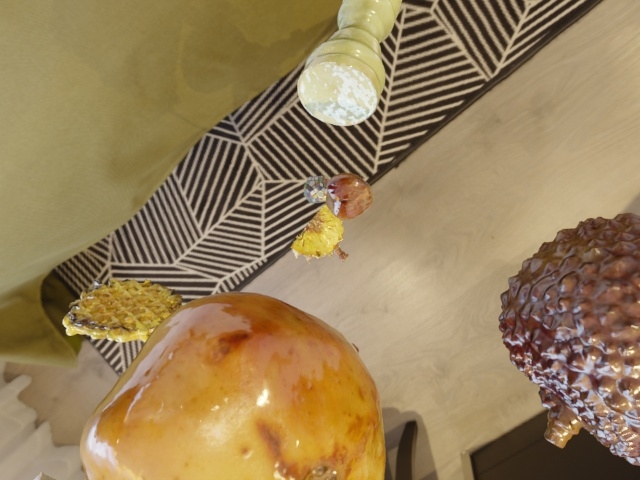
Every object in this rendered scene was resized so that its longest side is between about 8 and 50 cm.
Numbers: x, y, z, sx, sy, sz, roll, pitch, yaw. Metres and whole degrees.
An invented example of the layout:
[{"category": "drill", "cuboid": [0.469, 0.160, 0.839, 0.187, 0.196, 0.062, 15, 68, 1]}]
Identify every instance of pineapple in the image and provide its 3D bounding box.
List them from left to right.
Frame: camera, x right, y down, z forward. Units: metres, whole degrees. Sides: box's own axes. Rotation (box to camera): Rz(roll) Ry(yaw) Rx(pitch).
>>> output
[{"category": "pineapple", "cuboid": [-0.003, 0.004, 1.717, 0.140, 0.250, 0.164, 35, 144, 3]}]

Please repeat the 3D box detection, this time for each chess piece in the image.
[{"category": "chess piece", "cuboid": [0.107, -0.562, 1.367, 0.234, 0.234, 0.442, 16, 63, 6]}]

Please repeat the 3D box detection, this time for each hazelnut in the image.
[{"category": "hazelnut", "cuboid": [0.087, -0.130, 1.407, 0.143, 0.154, 0.143, -4, 63, 7]}]

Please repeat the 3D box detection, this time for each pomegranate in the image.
[{"category": "pomegranate", "cuboid": [-0.113, 0.263, 0.649, 0.410, 0.410, 0.410, 2, 102, 10]}]

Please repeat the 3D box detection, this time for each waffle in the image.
[{"category": "waffle", "cuboid": [-0.714, 0.251, 1.773, 0.379, 0.382, 0.095, 7, 113, 2]}]

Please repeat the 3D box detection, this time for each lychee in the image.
[{"category": "lychee", "cuboid": [0.350, 0.105, 0.538, 0.276, 0.276, 0.304, 40, 87, 0]}]

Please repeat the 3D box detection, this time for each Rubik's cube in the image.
[{"category": "Rubik's cube", "cuboid": [-0.008, -0.183, 1.717, 0.111, 0.093, 0.111, -12, 63, 24]}]

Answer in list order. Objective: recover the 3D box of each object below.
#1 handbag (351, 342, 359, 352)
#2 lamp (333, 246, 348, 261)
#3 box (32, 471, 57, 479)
[{"category": "handbag", "cuboid": [-0.012, 0.357, 1.404, 0.213, 0.235, 0.127, 28, 126, 7]}, {"category": "lamp", "cuboid": [0.071, 0.041, 1.818, 0.031, 0.063, 0.083, -39, 93, 13]}, {"category": "box", "cuboid": [-0.478, 0.609, 0.852, 0.065, 0.343, 0.200, -40, 117, 5]}]
